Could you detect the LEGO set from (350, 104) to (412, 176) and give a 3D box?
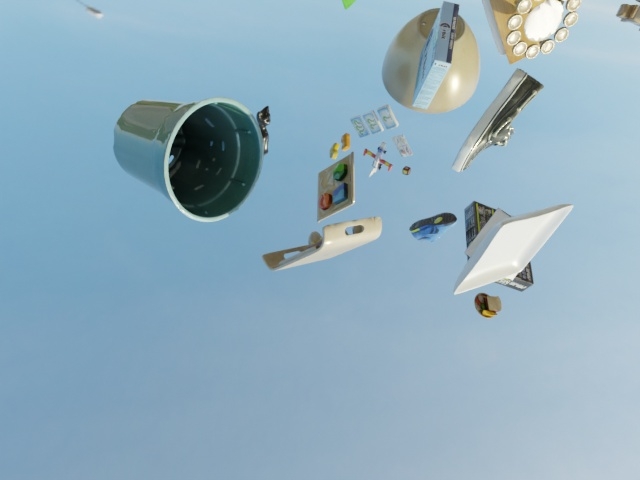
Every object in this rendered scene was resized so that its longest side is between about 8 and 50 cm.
[{"bbox_3d":[0.204,-0.313,1.805,0.182,0.244,0.060,-7,-150,50],"label":"LEGO set"}]

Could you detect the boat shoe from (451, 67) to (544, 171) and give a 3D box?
[{"bbox_3d":[0.334,-0.214,1.029,0.070,0.219,0.078,36,-159,6],"label":"boat shoe"}]

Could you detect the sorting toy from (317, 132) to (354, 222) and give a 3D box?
[{"bbox_3d":[0.049,-0.242,2.026,0.041,0.229,0.307,17,-118,-32],"label":"sorting toy"}]

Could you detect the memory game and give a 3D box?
[{"bbox_3d":[0.517,-0.511,1.260,0.186,0.186,0.012,-1,-135,-19],"label":"memory game"}]

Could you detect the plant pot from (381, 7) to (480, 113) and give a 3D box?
[{"bbox_3d":[0.321,-0.529,1.515,0.284,0.191,0.284,0,-114,1],"label":"plant pot"}]

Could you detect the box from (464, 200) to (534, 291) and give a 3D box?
[{"bbox_3d":[0.593,0.017,1.810,0.216,0.060,0.270,18,-127,-15],"label":"box"}]

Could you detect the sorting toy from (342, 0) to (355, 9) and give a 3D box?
[{"bbox_3d":[0.093,-0.447,0.706,0.196,0.347,0.047,19,-128,-41],"label":"sorting toy"}]

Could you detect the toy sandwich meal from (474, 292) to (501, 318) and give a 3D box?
[{"bbox_3d":[0.478,0.183,1.543,0.085,0.029,0.086,11,-119,-21],"label":"toy sandwich meal"}]

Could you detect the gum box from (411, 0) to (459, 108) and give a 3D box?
[{"bbox_3d":[0.261,-0.417,1.237,0.041,0.184,0.157,13,-107,-2],"label":"gum box"}]

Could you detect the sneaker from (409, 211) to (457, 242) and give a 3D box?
[{"bbox_3d":[0.413,-0.041,1.922,0.082,0.209,0.069,50,-124,-17],"label":"sneaker"}]

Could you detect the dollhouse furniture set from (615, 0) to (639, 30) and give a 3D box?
[{"bbox_3d":[0.959,-0.747,1.562,0.173,0.303,0.355,18,-160,-7],"label":"dollhouse furniture set"}]

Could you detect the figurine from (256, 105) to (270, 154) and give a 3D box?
[{"bbox_3d":[-0.279,-0.426,2.211,0.092,0.209,0.215,26,-139,11],"label":"figurine"}]

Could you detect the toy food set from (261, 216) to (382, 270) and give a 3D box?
[{"bbox_3d":[0.000,0.000,1.564,0.219,0.306,0.092,-11,-100,-41],"label":"toy food set"}]

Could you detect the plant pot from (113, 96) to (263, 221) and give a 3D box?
[{"bbox_3d":[-0.401,-0.260,1.565,0.334,0.341,0.341,20,-145,37],"label":"plant pot"}]

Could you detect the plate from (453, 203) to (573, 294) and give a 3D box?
[{"bbox_3d":[0.493,0.015,1.421,0.278,0.277,0.045,-13,-127,-29],"label":"plate"}]

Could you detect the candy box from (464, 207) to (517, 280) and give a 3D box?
[{"bbox_3d":[0.546,0.015,1.599,0.196,0.165,0.070,22,-162,-39],"label":"candy box"}]

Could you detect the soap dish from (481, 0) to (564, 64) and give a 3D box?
[{"bbox_3d":[0.515,-0.640,1.379,0.118,0.291,0.229,13,-116,41],"label":"soap dish"}]
